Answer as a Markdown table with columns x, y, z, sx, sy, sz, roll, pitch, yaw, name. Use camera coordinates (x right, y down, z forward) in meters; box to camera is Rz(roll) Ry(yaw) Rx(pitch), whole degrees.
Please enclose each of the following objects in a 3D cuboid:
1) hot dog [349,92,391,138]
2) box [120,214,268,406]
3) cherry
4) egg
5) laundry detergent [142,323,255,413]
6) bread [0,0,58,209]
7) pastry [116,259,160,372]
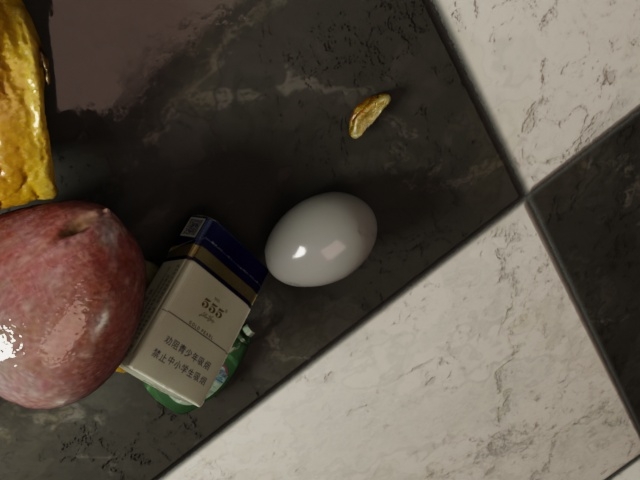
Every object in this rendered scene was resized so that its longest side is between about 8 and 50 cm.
| x | y | z | sx | sy | sz | roll | pitch | yaw | name |
| --- | --- | --- | --- | --- | --- | --- | --- | --- | --- |
| 0.073 | -0.207 | 0.970 | 0.034 | 0.030 | 0.090 | 35 | 103 | -27 | hot dog |
| -0.197 | 0.109 | 0.946 | 0.168 | 0.071 | 0.259 | 49 | 57 | -42 | box |
| -0.354 | 0.072 | 0.788 | 0.307 | 0.261 | 0.221 | -49 | 167 | 12 | cherry |
| 0.000 | 0.000 | 1.000 | 0.199 | 0.146 | 0.146 | -24 | 128 | 3 | egg |
| -0.213 | 0.221 | 1.107 | 0.211 | 0.063 | 0.137 | -40 | 121 | 5 | laundry detergent |
| -0.392 | -0.154 | 0.703 | 0.143 | 0.195 | 0.269 | -12 | 133 | -26 | bread |
| -0.318 | 0.124 | 0.979 | 0.182 | 0.093 | 0.192 | 4 | 119 | -23 | pastry |
